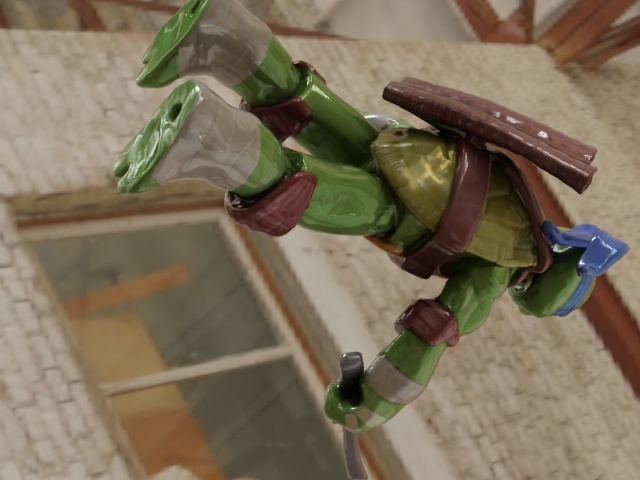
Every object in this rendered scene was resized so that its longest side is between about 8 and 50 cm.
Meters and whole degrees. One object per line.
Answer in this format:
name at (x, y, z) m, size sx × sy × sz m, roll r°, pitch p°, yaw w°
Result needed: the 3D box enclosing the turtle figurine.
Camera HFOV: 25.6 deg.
turtle figurine at (0.000, 0.000, 0.785) m, size 0.275 × 0.266 × 0.198 m, roll -7°, pitch -125°, yaw 59°
